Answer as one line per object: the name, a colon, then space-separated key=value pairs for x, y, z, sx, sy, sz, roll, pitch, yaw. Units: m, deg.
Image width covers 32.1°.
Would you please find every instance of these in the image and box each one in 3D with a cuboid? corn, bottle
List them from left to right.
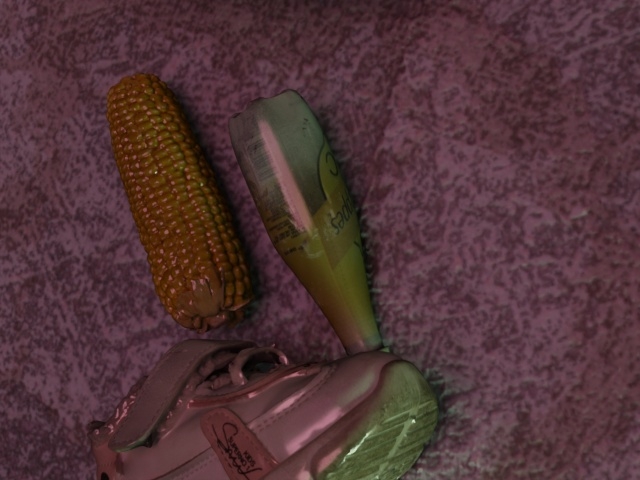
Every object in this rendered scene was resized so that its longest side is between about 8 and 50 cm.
corn: x=-0.136 y=-0.037 z=1.053 sx=0.091 sy=0.091 sz=0.260 roll=-28 pitch=71 yaw=24
bottle: x=0.000 y=0.000 z=0.992 sx=0.083 sy=0.083 sz=0.269 roll=-25 pitch=86 yaw=22

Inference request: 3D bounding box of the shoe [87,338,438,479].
shoe: x=-0.075 y=0.170 z=0.953 sx=0.351 sy=0.172 sz=0.198 roll=-39 pitch=70 yaw=24
